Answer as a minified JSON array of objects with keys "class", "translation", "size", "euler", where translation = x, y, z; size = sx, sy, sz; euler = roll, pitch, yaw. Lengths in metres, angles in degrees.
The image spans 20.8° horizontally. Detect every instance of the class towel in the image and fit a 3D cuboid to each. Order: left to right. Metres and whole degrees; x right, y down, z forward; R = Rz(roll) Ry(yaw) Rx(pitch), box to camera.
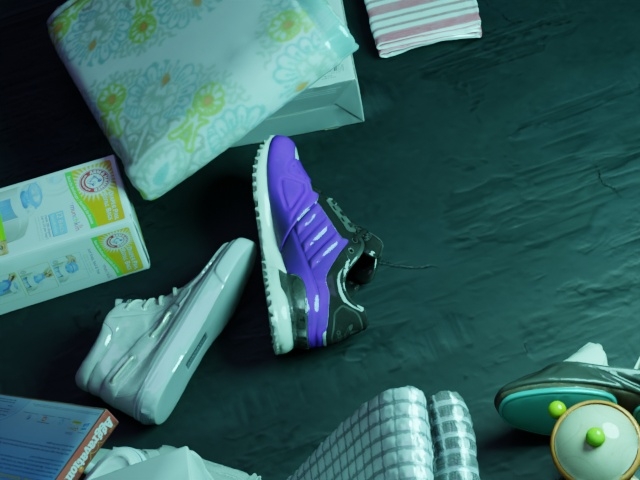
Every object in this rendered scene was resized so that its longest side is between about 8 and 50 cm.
[{"class":"towel","translation":[-0.158,-0.258,2.186],"size":[0.320,0.090,0.374],"euler":[-39,49,6]},{"class":"towel","translation":[0.068,0.307,1.739],"size":[0.121,0.284,0.235],"euler":[9,55,-23]},{"class":"towel","translation":[0.129,-0.330,2.331],"size":[0.144,0.029,0.197],"euler":[-12,51,1]}]

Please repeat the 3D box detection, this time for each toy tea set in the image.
[{"class":"toy tea set","translation":[0.367,0.276,1.771],"size":[0.336,0.124,0.200],"euler":[7,70,14]}]

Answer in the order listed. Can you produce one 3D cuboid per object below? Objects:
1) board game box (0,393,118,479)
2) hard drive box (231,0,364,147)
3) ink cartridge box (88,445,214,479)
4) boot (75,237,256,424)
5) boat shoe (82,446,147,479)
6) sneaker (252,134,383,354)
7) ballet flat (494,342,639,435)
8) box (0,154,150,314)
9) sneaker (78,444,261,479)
[{"class":"board game box","translation":[-0.351,0.236,1.919],"size":[0.281,0.027,0.145],"euler":[2,48,47]},{"class":"hard drive box","translation":[-0.050,-0.249,2.262],"size":[0.181,0.089,0.232],"euler":[-10,54,3]},{"class":"ink cartridge box","translation":[-0.125,0.431,1.615],"size":[0.160,0.279,0.385],"euler":[-19,40,6]},{"class":"boot","translation":[-0.183,0.085,2.037],"size":[0.123,0.095,0.258],"euler":[24,62,16]},{"class":"boat shoe","translation":[-0.239,0.305,1.783],"size":[0.083,0.076,0.226],"euler":[10,61,20]},{"class":"sneaker","translation":[0.000,0.001,2.075],"size":[0.146,0.102,0.293],"euler":[-7,58,-1]},{"class":"ballet flat","translation":[0.330,0.167,1.905],"size":[0.280,0.095,0.096],"euler":[6,45,1]},{"class":"box","translation":[-0.323,-0.007,2.123],"size":[0.203,0.103,0.114],"euler":[-17,54,-3]},{"class":"sneaker","translation":[-0.197,0.277,1.922],"size":[0.281,0.105,0.115],"euler":[11,26,20]}]
